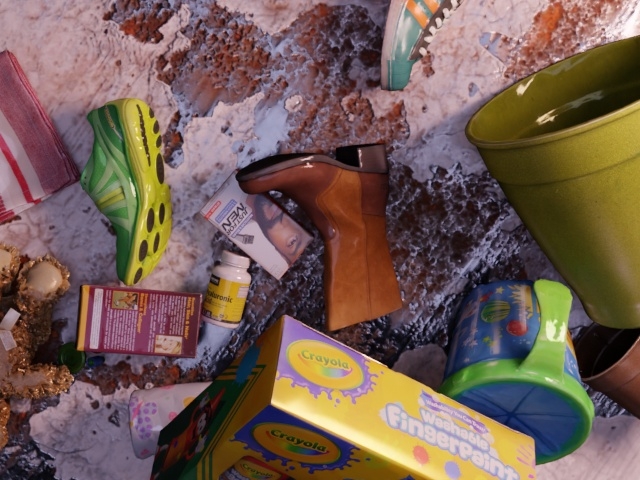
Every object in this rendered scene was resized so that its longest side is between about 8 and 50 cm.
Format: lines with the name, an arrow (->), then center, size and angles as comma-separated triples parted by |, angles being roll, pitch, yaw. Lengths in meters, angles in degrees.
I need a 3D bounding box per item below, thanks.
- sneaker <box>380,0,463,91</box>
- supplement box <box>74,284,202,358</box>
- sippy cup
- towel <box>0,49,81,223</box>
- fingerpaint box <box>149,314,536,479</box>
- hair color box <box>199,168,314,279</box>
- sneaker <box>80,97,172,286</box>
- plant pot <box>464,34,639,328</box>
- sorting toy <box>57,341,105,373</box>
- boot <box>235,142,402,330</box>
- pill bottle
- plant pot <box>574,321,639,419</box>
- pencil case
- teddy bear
sneaker -> 0.171, -0.369, 1.779 | 0.121, 0.108, 0.302 | 15, 95, 3
supplement box -> -0.288, 0.127, 1.826 | 0.188, 0.081, 0.104 | 5, 87, -14
sippy cup -> 0.291, 0.189, 1.761 | 0.305, 0.224, 0.240 | -27, 127, 33
towel -> -0.578, -0.123, 1.849 | 0.329, 0.037, 0.237 | -29, 95, 4
fingerpaint box -> 0.027, 0.347, 1.687 | 0.444, 0.163, 0.371 | 29, 133, -20
hair color box -> -0.101, -0.027, 1.848 | 0.167, 0.053, 0.093 | 40, 94, -5
sneaker -> -0.310, -0.076, 1.832 | 0.123, 0.109, 0.296 | 1, 98, 23
plant pot -> 0.448, -0.073, 1.714 | 0.366, 0.366, 0.353 | -24, 107, 3
sorting toy -> -0.376, 0.179, 1.884 | 0.102, 0.042, 0.061 | -38, 79, 16
boot -> 0.000, 0.000, 1.803 | 0.264, 0.096, 0.281 | -10, 100, -35
pill bottle -> -0.148, 0.077, 1.853 | 0.065, 0.065, 0.116 | 15, 96, -1
plant pot -> 0.509, 0.205, 1.823 | 0.165, 0.167, 0.167 | 41, 95, -11
pencil case -> -0.172, 0.280, 1.854 | 0.273, 0.124, 0.114 | -7, 61, 0
teddy bear -> -0.515, 0.169, 1.855 | 0.245, 0.113, 0.338 | 0, 90, -3
